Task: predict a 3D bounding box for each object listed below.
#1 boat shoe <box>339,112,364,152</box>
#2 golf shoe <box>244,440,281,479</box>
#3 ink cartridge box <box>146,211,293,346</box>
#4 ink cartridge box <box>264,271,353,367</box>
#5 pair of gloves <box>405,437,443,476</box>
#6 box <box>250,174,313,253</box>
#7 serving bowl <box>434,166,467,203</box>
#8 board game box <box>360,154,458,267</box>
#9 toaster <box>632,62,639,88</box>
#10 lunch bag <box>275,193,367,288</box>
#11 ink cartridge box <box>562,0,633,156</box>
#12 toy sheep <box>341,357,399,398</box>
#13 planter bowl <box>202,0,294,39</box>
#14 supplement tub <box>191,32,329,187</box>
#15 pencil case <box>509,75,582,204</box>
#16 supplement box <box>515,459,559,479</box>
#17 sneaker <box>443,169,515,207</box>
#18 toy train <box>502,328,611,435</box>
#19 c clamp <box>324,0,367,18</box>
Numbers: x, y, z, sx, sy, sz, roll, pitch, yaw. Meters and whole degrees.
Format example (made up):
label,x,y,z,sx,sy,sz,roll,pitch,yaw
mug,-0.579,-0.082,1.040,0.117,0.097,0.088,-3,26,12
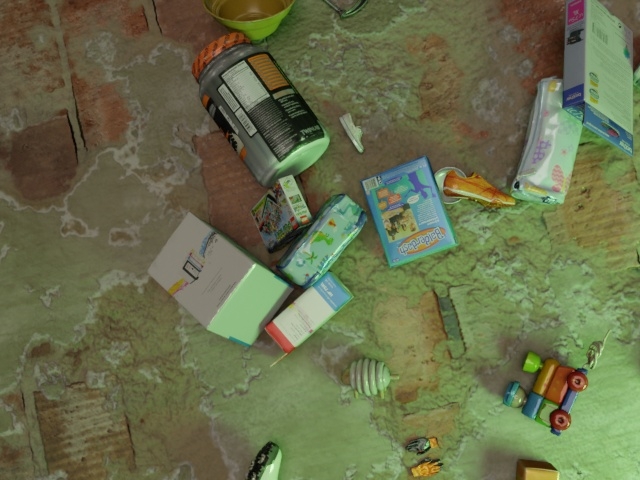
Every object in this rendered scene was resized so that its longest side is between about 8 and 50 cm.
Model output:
label,x,y,z,sx,sy,sz,roll,pitch,yaw
boat shoe,0.080,-0.250,1.611,0.035,0.035,0.100,-30,76,6
golf shoe,-0.120,0.581,1.550,0.120,0.105,0.273,16,94,-8
ink cartridge box,-0.218,0.084,1.512,0.232,0.171,0.168,36,89,34
ink cartridge box,-0.039,0.172,1.541,0.231,0.134,0.078,-42,83,1
pair of gloves,0.231,0.480,1.548,0.074,0.010,0.083,-14,83,6
box,-0.088,-0.054,1.535,0.036,0.207,0.114,-21,82,-27
serving bowl,0.291,-0.123,1.579,0.083,0.027,0.083,-1,85,6
board game box,0.198,-0.062,1.561,0.160,0.047,0.210,-20,83,17
toaster,0.773,-0.378,1.494,0.146,0.129,0.227,33,92,12
lunch bag,0.000,0.000,1.525,0.090,0.176,0.219,40,81,-9
ink cartridge box,0.582,-0.339,1.460,0.185,0.065,0.311,20,67,-34
toy sheep,0.109,0.302,1.540,0.132,0.091,0.091,-4,85,12
planter bowl,-0.158,-0.528,1.613,0.217,0.090,0.217,-2,50,2
supplement tub,-0.139,-0.293,1.560,0.193,0.193,0.316,-35,82,3
pencil case,0.494,-0.212,1.518,0.124,0.113,0.273,17,87,-15
supplement box,0.454,0.593,1.480,0.080,0.078,0.234,6,87,4
sneaker,0.354,-0.113,1.534,0.175,0.064,0.068,16,79,-16
toy train,0.501,0.275,1.495,0.143,0.105,0.248,24,89,21
c clamp,0.027,-0.581,1.651,0.160,0.022,0.137,36,85,9
